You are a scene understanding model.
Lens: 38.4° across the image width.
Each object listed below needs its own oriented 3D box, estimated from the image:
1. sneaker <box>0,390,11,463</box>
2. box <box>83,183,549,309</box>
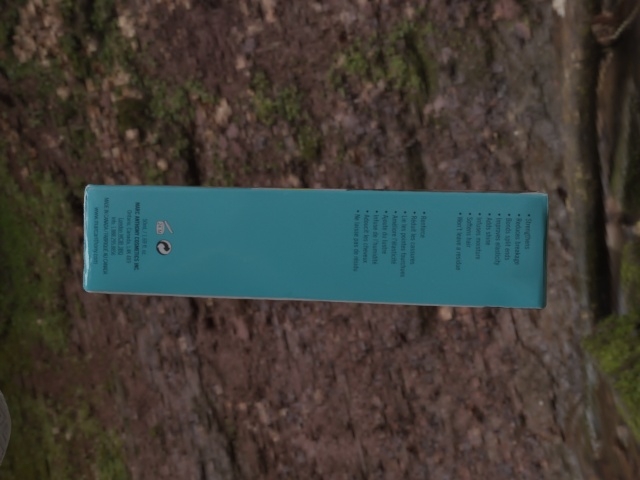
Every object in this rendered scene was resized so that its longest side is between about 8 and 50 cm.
[{"bbox_3d":[-0.368,0.112,0.544,0.182,0.315,0.127,1,85,54],"label":"sneaker"},{"bbox_3d":[0.000,0.000,0.518,0.100,0.244,0.060,-17,-72,-81],"label":"box"}]
